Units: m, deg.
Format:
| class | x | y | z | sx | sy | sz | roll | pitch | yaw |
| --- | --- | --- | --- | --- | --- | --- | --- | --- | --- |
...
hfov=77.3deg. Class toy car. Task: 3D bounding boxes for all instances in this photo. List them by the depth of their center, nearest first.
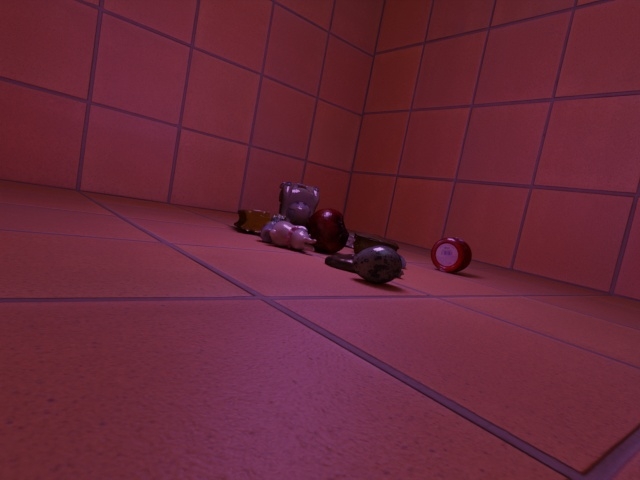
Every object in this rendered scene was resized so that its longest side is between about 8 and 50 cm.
| class | x | y | z | sx | sy | sz | roll | pitch | yaw |
| --- | --- | --- | --- | --- | --- | --- | --- | --- | --- |
| toy car | -0.140 | -0.182 | 2.475 | 0.243 | 0.335 | 0.226 | 9 | 7 | -19 |

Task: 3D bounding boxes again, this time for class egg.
| class | x | y | z | sx | sy | sz | roll | pitch | yaw |
| --- | --- | --- | --- | --- | --- | --- | --- | --- | --- |
| egg | 0.195 | 0.083 | 1.391 | 0.173 | 0.132 | 0.132 | 0 | 3 | 12 |

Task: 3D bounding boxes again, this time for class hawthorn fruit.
| class | x | y | z | sx | sy | sz | roll | pitch | yaw |
| --- | --- | --- | --- | --- | --- | --- | --- | --- | --- |
| hawthorn fruit | 0.015 | -0.043 | 2.036 | 0.266 | 0.230 | 0.210 | -15 | 21 | 48 |

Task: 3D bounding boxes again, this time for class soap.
| class | x | y | z | sx | sy | sz | roll | pitch | yaw |
| --- | --- | --- | --- | --- | --- | --- | --- | --- | --- |
| soap | -0.351 | -0.102 | 2.322 | 0.260 | 0.142 | 0.281 | 11 | -1 | -23 |

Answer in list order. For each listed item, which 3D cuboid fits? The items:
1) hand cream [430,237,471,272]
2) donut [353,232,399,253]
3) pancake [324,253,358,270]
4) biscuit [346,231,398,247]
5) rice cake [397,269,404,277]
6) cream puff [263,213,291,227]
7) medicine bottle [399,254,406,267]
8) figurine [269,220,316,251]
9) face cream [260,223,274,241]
| class | x | y | z | sx | sy | sz | roll | pitch | yaw |
| --- | --- | --- | --- | --- | --- | --- | --- | --- | --- |
| hand cream | 0.705 | 0.078 | 2.163 | 0.193 | 0.192 | 0.126 | 14 | 9 | 37 |
| donut | 0.304 | 0.043 | 2.257 | 0.273 | 0.107 | 0.272 | 16 | 5 | -1 |
| pancake | 0.162 | 0.089 | 1.648 | 0.295 | 0.049 | 0.294 | 5 | 7 | -1 |
| biscuit | 0.304 | 0.004 | 2.626 | 0.430 | 0.103 | 0.446 | 13 | 6 | 28 |
| rice cake | 0.296 | 0.125 | 1.684 | 0.031 | 0.042 | 0.180 | -18 | 13 | -14 |
| cream puff | -0.235 | -0.068 | 2.165 | 0.156 | 0.156 | 0.121 | 12 | -30 | 13 |
| medicine bottle | 0.399 | 0.104 | 2.025 | 0.051 | 0.051 | 0.191 | 11 | 6 | 4 |
| figurine | -0.106 | -0.008 | 1.886 | 0.236 | 0.127 | 0.155 | 18 | -2 | 22 |
| face cream | -0.254 | -0.033 | 1.978 | 0.091 | 0.091 | 0.095 | 11 | 13 | 3 |
